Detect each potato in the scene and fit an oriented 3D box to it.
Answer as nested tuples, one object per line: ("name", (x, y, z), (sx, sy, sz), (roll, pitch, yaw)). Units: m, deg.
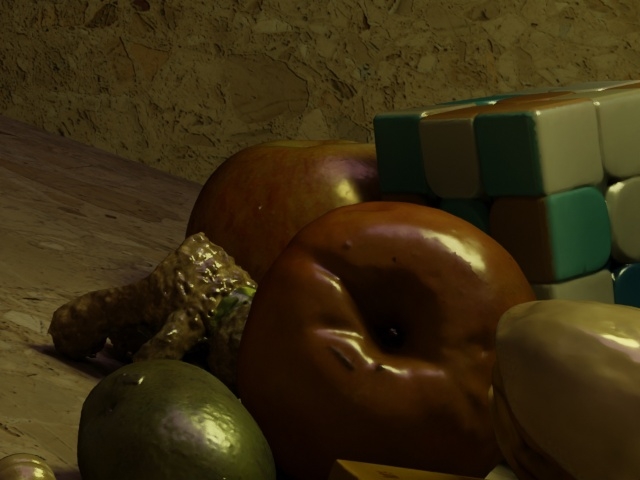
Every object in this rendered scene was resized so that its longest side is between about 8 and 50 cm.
("potato", (-0.141, 0.194, 1.626), (0.174, 0.159, 0.251), (43, 7, -30))

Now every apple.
("apple", (0.000, 0.000, 2.601), (0.400, 0.333, 0.400), (19, 8, -3))

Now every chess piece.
("chess piece", (-0.247, 0.234, 1.458), (0.066, 0.066, 0.122), (14, 14, -22))

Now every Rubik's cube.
("Rubik's cube", (0.317, -0.032, 2.390), (0.347, 0.346, 0.344), (-13, 11, -34))

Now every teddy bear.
("teddy bear", (-0.151, 0.125, 2.112), (0.246, 0.296, 0.222), (-7, 67, -57))

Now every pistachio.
("pistachio", (0.303, 0.167, 1.617), (0.309, 0.229, 0.230), (21, 9, 18))

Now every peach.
("peach", (0.075, 0.133, 1.868), (0.343, 0.342, 0.301), (18, -18, 3))

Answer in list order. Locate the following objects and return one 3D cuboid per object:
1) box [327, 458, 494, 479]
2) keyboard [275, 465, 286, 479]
("box", (0.225, 0.325, 1.641), (0.415, 0.115, 0.264), (12, 9, -31))
("keyboard", (-0.073, 0.234, 1.972), (0.106, 0.016, 0.262), (17, 8, 6))
